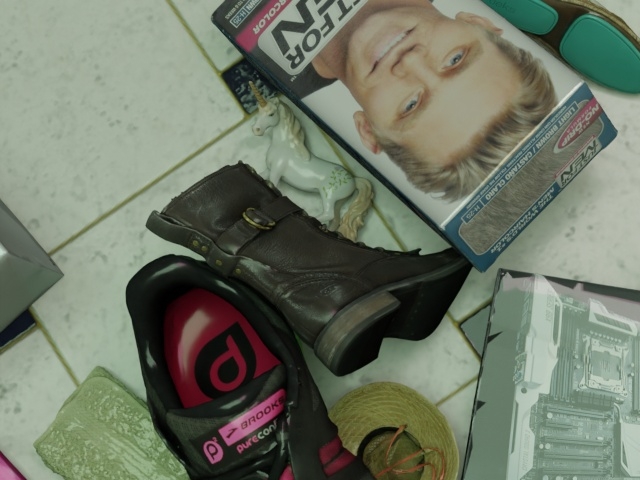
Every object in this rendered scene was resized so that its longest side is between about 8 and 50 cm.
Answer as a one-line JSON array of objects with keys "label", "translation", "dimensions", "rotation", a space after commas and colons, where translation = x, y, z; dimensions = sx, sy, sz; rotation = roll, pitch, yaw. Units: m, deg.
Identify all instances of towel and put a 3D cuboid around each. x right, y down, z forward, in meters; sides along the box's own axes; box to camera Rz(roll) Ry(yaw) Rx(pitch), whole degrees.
[{"label": "towel", "translation": [-0.187, 0.200, 1.609], "dimensions": [0.148, 0.027, 0.110], "rotation": [36, 89, 10]}]

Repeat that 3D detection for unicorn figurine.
[{"label": "unicorn figurine", "translation": [-0.023, -0.063, 1.610], "dimensions": [0.162, 0.060, 0.111], "rotation": [27, 90, -10]}]

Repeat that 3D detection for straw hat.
[{"label": "straw hat", "translation": [0.069, 0.202, 1.555], "dimensions": [0.144, 0.061, 0.144], "rotation": [-8, 73, 25]}]

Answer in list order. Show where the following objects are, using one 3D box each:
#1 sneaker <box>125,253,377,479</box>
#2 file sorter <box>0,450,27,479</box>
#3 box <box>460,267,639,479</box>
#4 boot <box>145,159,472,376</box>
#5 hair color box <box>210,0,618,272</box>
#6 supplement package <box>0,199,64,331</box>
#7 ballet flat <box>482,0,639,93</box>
[{"label": "sneaker", "translation": [-0.042, 0.208, 1.452], "dimensions": [0.185, 0.202, 0.483], "rotation": [-39, 62, 5]}, {"label": "file sorter", "translation": [-0.372, 0.339, 1.536], "dimensions": [0.291, 0.182, 0.202], "rotation": [-45, 79, 0]}, {"label": "box", "translation": [0.290, 0.169, 1.526], "dimensions": [0.307, 0.076, 0.242], "rotation": [10, 84, 9]}, {"label": "boot", "translation": [0.000, 0.000, 1.522], "dimensions": [0.229, 0.263, 0.091], "rotation": [39, 122, 21]}, {"label": "hair color box", "translation": [0.075, -0.148, 1.514], "dimensions": [0.174, 0.105, 0.347], "rotation": [-46, 55, 0]}, {"label": "supplement package", "translation": [-0.378, 0.036, 1.569], "dimensions": [0.203, 0.194, 0.149], "rotation": [-42, 81, 0]}, {"label": "ballet flat", "translation": [0.226, -0.209, 1.581], "dimensions": [0.206, 0.073, 0.067], "rotation": [30, 44, -12]}]
